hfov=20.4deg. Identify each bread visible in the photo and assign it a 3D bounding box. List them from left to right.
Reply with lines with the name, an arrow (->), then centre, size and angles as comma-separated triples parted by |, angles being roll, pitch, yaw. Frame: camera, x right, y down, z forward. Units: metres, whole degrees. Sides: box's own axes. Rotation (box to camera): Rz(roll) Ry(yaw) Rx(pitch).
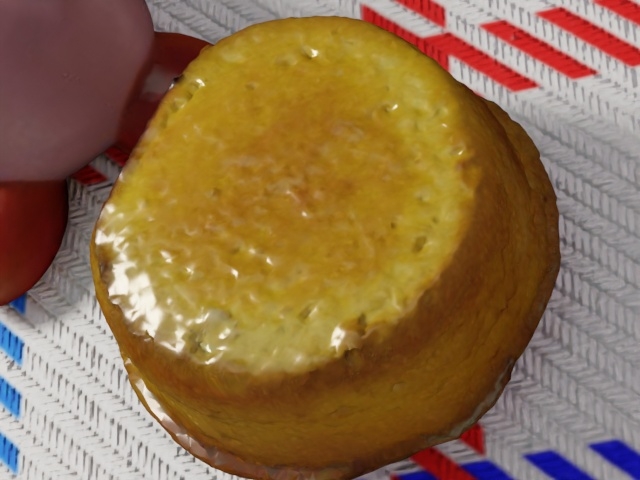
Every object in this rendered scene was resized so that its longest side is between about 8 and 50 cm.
bread -> -0.001, 0.005, 1.145 | 0.312, 0.172, 0.312 | -7, 64, 15

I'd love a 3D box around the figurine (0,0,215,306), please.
figurine -> -0.232, -0.137, 1.305 | 0.269, 0.261, 0.211 | -37, 29, 1
